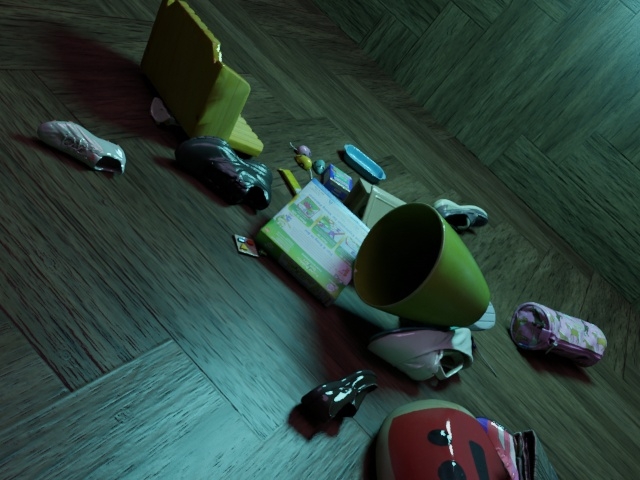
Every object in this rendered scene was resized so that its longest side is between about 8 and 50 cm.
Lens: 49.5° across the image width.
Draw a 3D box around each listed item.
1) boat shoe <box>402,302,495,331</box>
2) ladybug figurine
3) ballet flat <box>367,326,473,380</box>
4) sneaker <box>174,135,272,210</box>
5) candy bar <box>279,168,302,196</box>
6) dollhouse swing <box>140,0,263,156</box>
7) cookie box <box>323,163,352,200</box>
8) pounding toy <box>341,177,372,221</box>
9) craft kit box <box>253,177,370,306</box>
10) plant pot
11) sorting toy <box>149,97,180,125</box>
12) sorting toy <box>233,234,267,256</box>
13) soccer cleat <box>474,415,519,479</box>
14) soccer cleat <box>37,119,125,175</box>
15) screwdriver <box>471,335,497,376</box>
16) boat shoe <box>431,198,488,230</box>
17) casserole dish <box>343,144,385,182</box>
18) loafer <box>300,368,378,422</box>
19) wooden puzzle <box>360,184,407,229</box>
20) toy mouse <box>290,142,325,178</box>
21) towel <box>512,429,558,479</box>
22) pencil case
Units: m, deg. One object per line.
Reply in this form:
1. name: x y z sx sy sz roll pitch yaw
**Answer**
1. boat shoe: 0.359 0.199 1.950 0.335 0.119 0.121 12 64 -40
2. ladybug figurine: 0.257 0.481 1.337 0.305 0.162 0.449 29 29 -23
3. ballet flat: 0.272 0.283 1.723 0.400 0.139 0.139 7 42 -50
4. sneaker: -0.233 -0.166 1.748 0.286 0.109 0.130 21 39 -32
5. candy bar: -0.077 -0.158 2.033 0.040 0.018 0.162 8 42 -43
6. dollhouse swing: -0.273 -0.439 1.909 0.304 0.315 0.347 -2 44 -42
7. cookie box: 0.055 -0.187 2.229 0.091 0.040 0.107 33 28 -18
8. pounding toy: 0.136 -0.088 2.107 0.100 0.130 0.141 27 21 -24
9. craft kit box: 0.000 0.000 1.743 0.250 0.061 0.247 43 48 0
10. plant pot: 0.279 0.096 1.698 0.293 0.275 0.275 32 26 -34
11. sorting toy: -0.405 -0.327 1.832 0.083 0.045 0.075 53 20 27
12. sorting toy: -0.165 0.014 1.657 0.083 0.012 0.062 18 34 -39
13. soccer cleat: 0.425 0.538 1.546 0.116 0.109 0.318 -4 53 -50
14. soccer cleat: -0.501 -0.196 1.474 0.196 0.068 0.076 20 36 -42
15. screwdriver: 0.458 0.327 2.016 0.024 0.025 0.170 -8 63 -58
16. boat shoe: 0.542 -0.082 2.664 0.285 0.103 0.092 14 42 -37
17. casserole dish: 0.151 -0.272 2.494 0.188 0.037 0.114 38 26 -8
18. loafer: 0.047 0.324 1.410 0.220 0.080 0.078 -6 62 -50
19. wooden puzzle: 0.200 -0.015 2.042 0.220 0.044 0.239 26 71 -28
20. toy mouse: -0.029 -0.265 2.246 0.161 0.031 0.143 50 28 18
21. towel: 0.414 0.553 1.322 0.324 0.056 0.312 55 37 -48
22. pencil case: 0.803 0.320 2.324 0.386 0.160 0.167 19 63 -39
